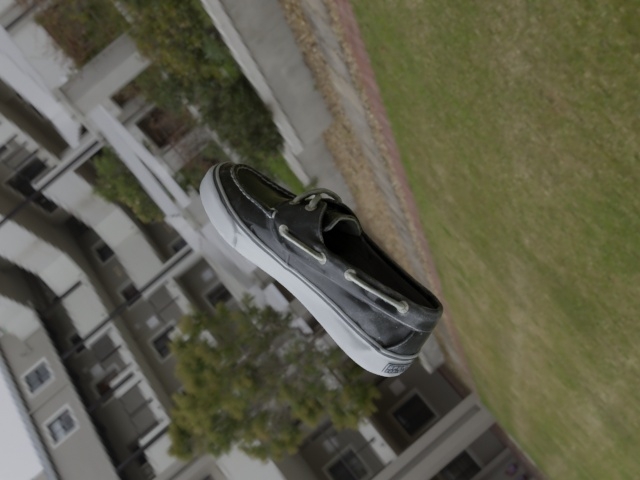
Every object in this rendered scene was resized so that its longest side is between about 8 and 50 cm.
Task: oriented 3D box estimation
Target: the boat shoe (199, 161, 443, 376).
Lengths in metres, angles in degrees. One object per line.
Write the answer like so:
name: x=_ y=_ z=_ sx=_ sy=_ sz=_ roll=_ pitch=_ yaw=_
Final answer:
boat shoe: x=0.000 y=0.000 z=0.589 sx=0.219 sy=0.070 sz=0.077 roll=42 pitch=-149 yaw=21
